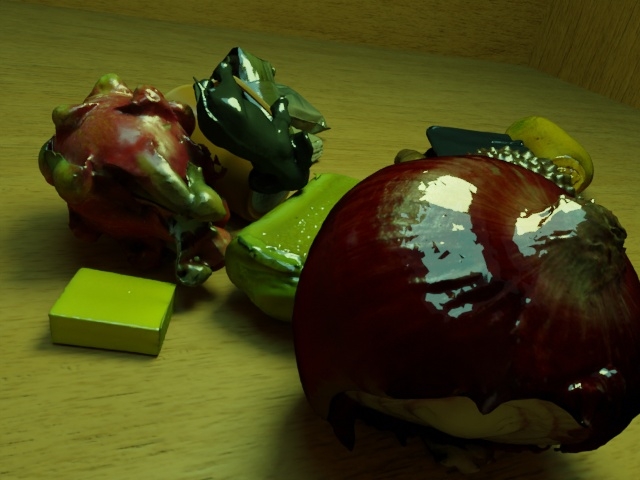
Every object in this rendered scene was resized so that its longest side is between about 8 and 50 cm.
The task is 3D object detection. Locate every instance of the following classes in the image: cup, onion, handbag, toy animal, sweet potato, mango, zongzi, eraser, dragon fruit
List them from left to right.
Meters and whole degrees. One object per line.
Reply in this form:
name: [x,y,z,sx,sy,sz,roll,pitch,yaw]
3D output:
eraser: [-0.240,0.083,0.638,0.122,0.045,0.097,9,28,-5]
dragon fruit: [-0.241,-0.084,0.752,0.307,0.228,0.243,34,17,-9]
cup: [-0.168,-0.170,0.963,0.264,0.226,0.182,34,1,24]
zongzi: [-0.199,-0.210,1.145,0.138,0.300,0.286,9,58,-60]
toy animal: [-0.094,-0.152,0.790,0.245,0.114,0.146,17,36,-39]
handbag: [-0.120,-0.347,1.380,0.182,0.117,0.270,8,21,-49]
sweet potato: [0.205,-0.123,1.122,0.106,0.095,0.355,31,20,-5]
onion: [0.142,0.066,0.542,0.341,0.342,0.341,9,29,-5]
handbag: [0.387,-0.168,1.252,0.268,0.119,0.326,4,30,0]
mango: [0.580,-0.214,1.366,0.186,0.144,0.359,18,29,-19]

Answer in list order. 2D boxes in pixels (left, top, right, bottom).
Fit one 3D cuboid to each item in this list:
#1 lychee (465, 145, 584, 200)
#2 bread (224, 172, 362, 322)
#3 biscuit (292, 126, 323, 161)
lychee: [0.249,-0.013,0.782,0.267,0.268,0.267,9,29,-5]
bread: [0.000,0.000,0.807,0.166,0.112,0.383,20,28,12]
biscuit: [-0.117,-0.237,1.241,0.238,0.062,0.108,24,31,22]
